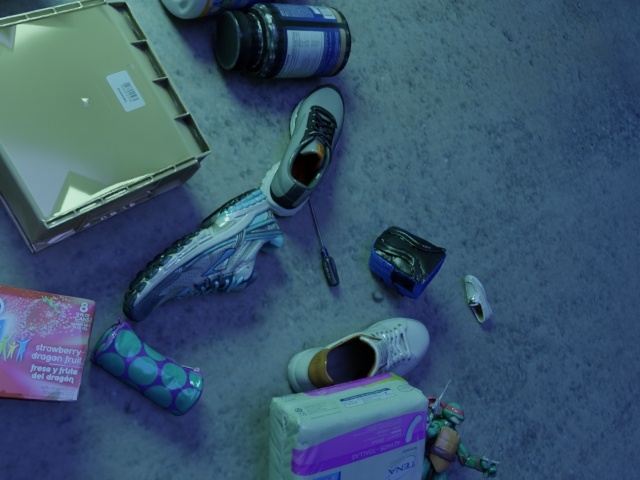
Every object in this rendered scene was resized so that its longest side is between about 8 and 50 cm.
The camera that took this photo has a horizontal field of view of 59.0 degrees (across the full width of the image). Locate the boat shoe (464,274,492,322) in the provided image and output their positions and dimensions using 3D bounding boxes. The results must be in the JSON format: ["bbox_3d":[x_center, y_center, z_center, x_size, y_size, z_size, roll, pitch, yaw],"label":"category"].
[{"bbox_3d":[0.314,0.120,1.146,0.035,0.035,0.100,-30,101,-36],"label":"boat shoe"}]

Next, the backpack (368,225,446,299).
[{"bbox_3d":[0.146,0.043,1.025,0.120,0.101,0.098,34,52,17],"label":"backpack"}]

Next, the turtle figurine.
[{"bbox_3d":[0.213,0.365,0.970,0.175,0.118,0.234,25,80,-8],"label":"turtle figurine"}]

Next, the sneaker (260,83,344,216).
[{"bbox_3d":[-0.010,-0.165,0.977,0.100,0.108,0.272,31,62,-20],"label":"sneaker"}]

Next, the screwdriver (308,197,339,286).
[{"bbox_3d":[0.000,0.000,0.997,0.024,0.025,0.170,-10,74,-33],"label":"screwdriver"}]

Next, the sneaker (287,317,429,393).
[{"bbox_3d":[0.097,0.195,0.939,0.290,0.123,0.106,-13,82,-35],"label":"sneaker"}]

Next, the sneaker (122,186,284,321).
[{"bbox_3d":[-0.156,0.037,0.833,0.283,0.110,0.122,-42,104,-32],"label":"sneaker"}]

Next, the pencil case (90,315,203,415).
[{"bbox_3d":[-0.234,0.174,0.773,0.151,0.064,0.070,39,76,-18],"label":"pencil case"}]

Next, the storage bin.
[{"bbox_3d":[-0.329,-0.165,0.770,0.260,0.123,0.262,-32,95,-34],"label":"storage bin"}]

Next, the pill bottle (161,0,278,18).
[{"bbox_3d":[-0.134,-0.471,0.951,0.272,0.152,0.152,-29,93,-35],"label":"pill bottle"}]

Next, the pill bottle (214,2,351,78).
[{"bbox_3d":[-0.065,-0.344,0.980,0.219,0.122,0.123,-12,84,-33],"label":"pill bottle"}]

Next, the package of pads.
[{"bbox_3d":[0.040,0.355,0.824,0.229,0.101,0.297,-3,103,-32],"label":"package of pads"}]

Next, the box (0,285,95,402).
[{"bbox_3d":[-0.406,0.113,0.644,0.256,0.128,0.123,14,71,-28],"label":"box"}]
